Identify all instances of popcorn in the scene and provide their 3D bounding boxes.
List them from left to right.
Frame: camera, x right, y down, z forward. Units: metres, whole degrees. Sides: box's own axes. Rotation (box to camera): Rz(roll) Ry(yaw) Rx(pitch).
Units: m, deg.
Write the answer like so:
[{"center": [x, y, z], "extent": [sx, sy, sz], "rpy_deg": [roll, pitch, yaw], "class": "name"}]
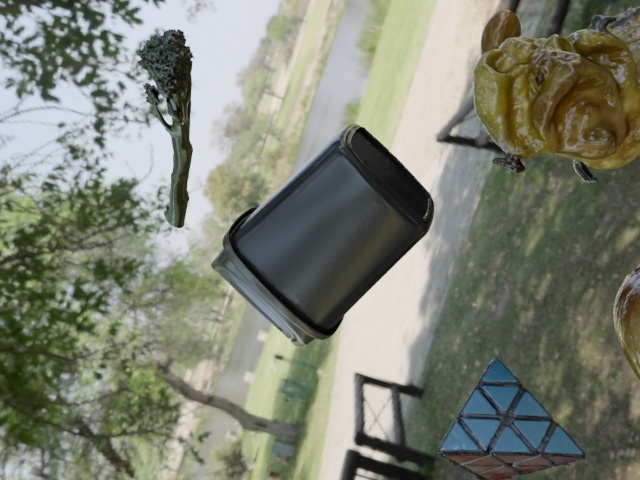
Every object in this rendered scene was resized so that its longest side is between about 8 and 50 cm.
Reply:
[{"center": [0.417, -0.242, 1.255], "extent": [0.315, 0.297, 0.281], "rpy_deg": [-15, -53, -65], "class": "popcorn"}]

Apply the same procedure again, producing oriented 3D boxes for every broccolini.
[{"center": [-0.235, -0.148, 1.131], "extent": [0.079, 0.073, 0.392], "rpy_deg": [-58, -9, -39], "class": "broccolini"}]

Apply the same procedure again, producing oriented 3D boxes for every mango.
[{"center": [0.406, -0.440, 1.709], "extent": [0.102, 0.084, 0.184], "rpy_deg": [38, -115, -60], "class": "mango"}]

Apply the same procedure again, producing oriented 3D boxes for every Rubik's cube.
[{"center": [0.275, 0.283, 1.185], "extent": [0.190, 0.211, 0.178], "rpy_deg": [96, 179, -57], "class": "Rubik's cube"}]

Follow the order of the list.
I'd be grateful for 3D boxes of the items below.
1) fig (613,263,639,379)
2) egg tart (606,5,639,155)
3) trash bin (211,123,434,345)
[{"center": [0.358, 0.120, 0.624], "extent": [0.159, 0.159, 0.257], "rpy_deg": [130, 117, -73], "class": "fig"}, {"center": [0.734, -0.353, 1.677], "extent": [0.150, 0.351, 0.352], "rpy_deg": [-112, 40, -75], "class": "egg tart"}, {"center": [0.000, 0.000, 1.035], "extent": [0.290, 0.209, 0.182], "rpy_deg": [-44, 5, 24], "class": "trash bin"}]
